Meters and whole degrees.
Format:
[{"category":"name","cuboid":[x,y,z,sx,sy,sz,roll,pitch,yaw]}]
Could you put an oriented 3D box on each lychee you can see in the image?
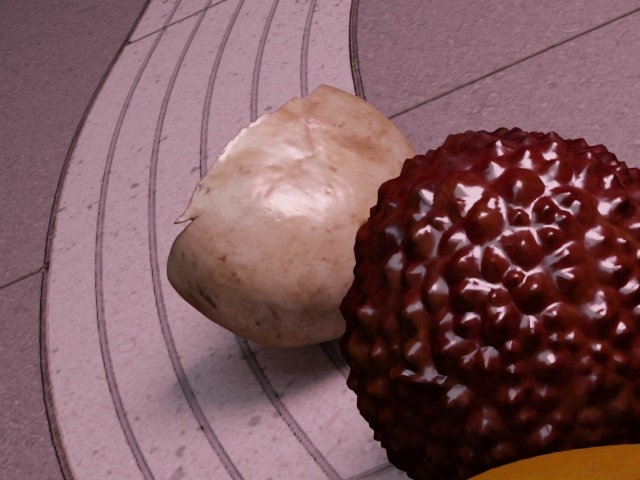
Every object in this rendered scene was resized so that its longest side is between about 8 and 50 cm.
[{"category":"lychee","cuboid":[0.143,0.049,0.855,0.264,0.264,0.300,-7,41,28]}]

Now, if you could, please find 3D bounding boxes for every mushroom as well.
[{"category":"mushroom","cuboid":[0.000,0.000,1.122,0.189,0.195,0.254,36,60,18]}]

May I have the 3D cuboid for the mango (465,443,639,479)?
[{"category":"mango","cuboid":[0.206,0.220,0.536,0.446,0.300,0.232,-1,48,41]}]
